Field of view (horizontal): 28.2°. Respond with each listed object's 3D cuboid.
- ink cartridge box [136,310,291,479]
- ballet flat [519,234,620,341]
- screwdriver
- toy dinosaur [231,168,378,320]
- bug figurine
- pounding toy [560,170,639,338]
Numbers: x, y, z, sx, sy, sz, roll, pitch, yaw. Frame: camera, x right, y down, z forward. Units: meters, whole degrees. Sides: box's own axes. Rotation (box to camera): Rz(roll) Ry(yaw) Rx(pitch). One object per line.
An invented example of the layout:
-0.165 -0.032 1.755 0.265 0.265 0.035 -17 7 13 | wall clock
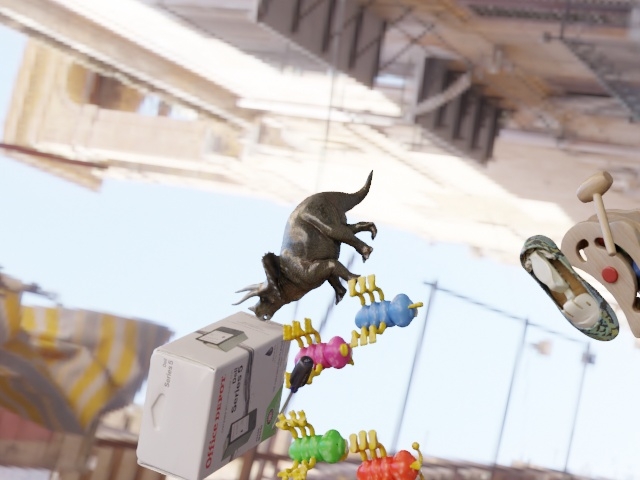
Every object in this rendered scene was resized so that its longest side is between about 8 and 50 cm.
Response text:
-0.164 0.245 2.038 0.273 0.114 0.198 -22 -55 -63 | ink cartridge box
0.349 0.074 1.817 0.070 0.188 0.070 -39 -13 -11 | ballet flat
-0.036 0.192 1.590 0.025 0.024 0.170 -41 -16 -34 | screwdriver
0.000 0.000 2.050 0.313 0.160 0.121 -62 5 -10 | toy dinosaur
0.041 0.190 1.564 0.072 0.216 0.279 19 -114 -47 | bug figurine
0.462 0.035 2.062 0.155 0.154 0.269 -25 -94 -43 | pounding toy
